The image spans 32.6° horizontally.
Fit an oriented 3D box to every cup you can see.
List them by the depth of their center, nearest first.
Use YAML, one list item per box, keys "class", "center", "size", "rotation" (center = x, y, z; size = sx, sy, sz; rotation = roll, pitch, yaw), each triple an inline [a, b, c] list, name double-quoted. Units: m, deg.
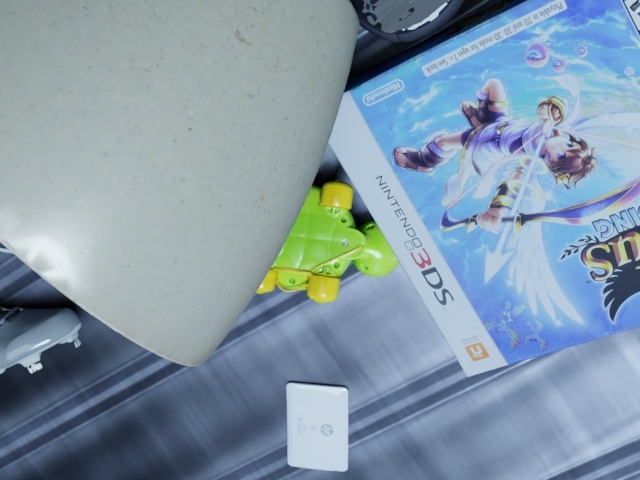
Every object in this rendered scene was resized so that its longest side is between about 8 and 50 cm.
- class: "cup"
  center: [-0.115, -0.117, 0.719]
  size: [0.331, 0.331, 0.237]
  rotation: [44, 92, -7]

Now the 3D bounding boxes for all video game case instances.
- class: "video game case"
  center: [0.164, -0.047, 0.768]
  size: [0.269, 0.061, 0.244]
  rotation: [-23, 106, 34]

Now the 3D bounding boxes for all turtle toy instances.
- class: "turtle toy"
  center: [0.000, 0.000, 0.850]
  size: [0.130, 0.066, 0.095]
  rotation: [9, 90, 6]

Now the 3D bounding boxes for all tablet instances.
- class: "tablet"
  center: [-0.003, 0.162, 0.949]
  size: [0.054, 0.006, 0.083]
  rotation: [4, 113, 10]

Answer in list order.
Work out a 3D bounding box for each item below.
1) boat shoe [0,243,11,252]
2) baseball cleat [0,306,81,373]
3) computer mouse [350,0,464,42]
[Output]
- class: "boat shoe"
  center: [-0.347, -0.070, 0.874]
  size: [0.306, 0.105, 0.113]
  rotation: [32, 114, -2]
- class: "baseball cleat"
  center: [-0.310, 0.073, 0.943]
  size: [0.205, 0.072, 0.110]
  rotation: [-19, 100, 14]
- class: "computer mouse"
  center: [0.029, -0.277, 0.745]
  size: [0.262, 0.060, 0.184]
  rotation: [44, 106, -4]
